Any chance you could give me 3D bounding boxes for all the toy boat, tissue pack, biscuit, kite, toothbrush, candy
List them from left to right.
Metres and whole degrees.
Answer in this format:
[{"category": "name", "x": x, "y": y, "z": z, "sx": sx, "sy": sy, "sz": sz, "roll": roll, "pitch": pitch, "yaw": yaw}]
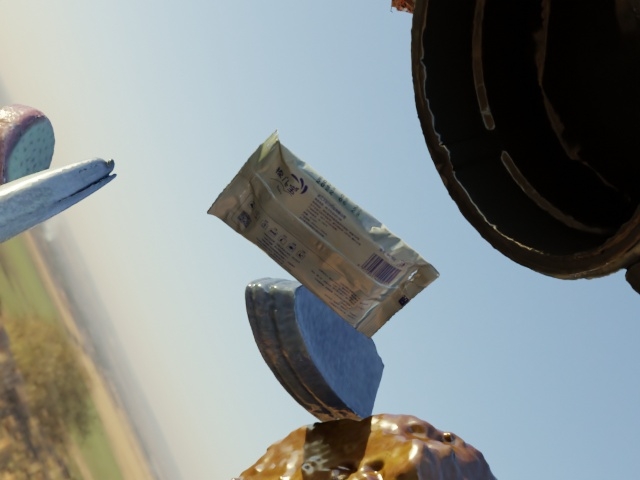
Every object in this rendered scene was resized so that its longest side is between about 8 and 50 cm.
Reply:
[{"category": "toothbrush", "x": -0.306, "y": 0.041, "z": 0.655, "sx": 0.042, "sy": 0.413, "sz": 0.035, "roll": 18, "pitch": -47, "yaw": 61}, {"category": "candy", "x": -0.307, "y": -0.086, "z": 1.106, "sx": 0.043, "sy": 0.103, "sz": 0.103, "roll": 23, "pitch": -25, "yaw": 13}, {"category": "toy boat", "x": -0.008, "y": 0.135, "z": 1.414, "sx": 0.283, "sy": 0.078, "sz": 0.127, "roll": 54, "pitch": 45, "yaw": -45}, {"category": "tissue pack", "x": 0.000, "y": 0.000, "z": 0.985, "sx": 0.193, "sy": 0.026, "sz": 0.122, "roll": 40, "pitch": -45, "yaw": -3}, {"category": "biscuit", "x": 0.098, "y": 0.406, "z": 1.425, "sx": 0.395, "sy": 0.342, "sz": 0.166, "roll": 56, "pitch": 37, "yaw": -22}, {"category": "kite", "x": 0.129, "y": -0.335, "z": 1.510, "sx": 0.125, "sy": 0.008, "sz": 0.222, "roll": 48, "pitch": -7, "yaw": -38}]

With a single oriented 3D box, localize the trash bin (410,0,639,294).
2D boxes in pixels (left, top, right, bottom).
[{"category": "trash bin", "x": 0.219, "y": -0.116, "z": 0.662, "sx": 0.277, "sy": 0.262, "sz": 0.217, "roll": 60, "pitch": -31, "yaw": 23}]
